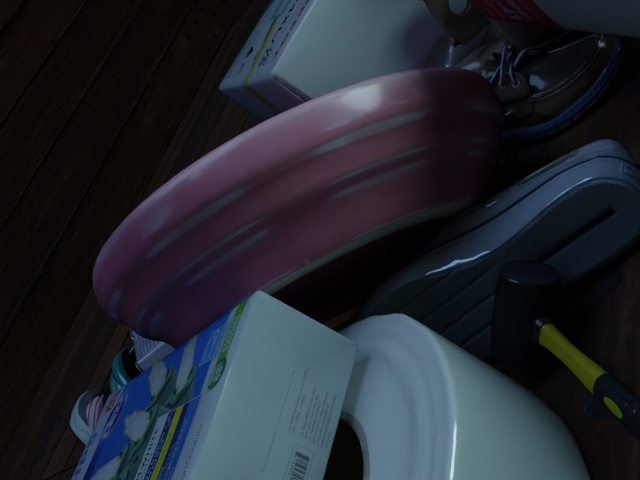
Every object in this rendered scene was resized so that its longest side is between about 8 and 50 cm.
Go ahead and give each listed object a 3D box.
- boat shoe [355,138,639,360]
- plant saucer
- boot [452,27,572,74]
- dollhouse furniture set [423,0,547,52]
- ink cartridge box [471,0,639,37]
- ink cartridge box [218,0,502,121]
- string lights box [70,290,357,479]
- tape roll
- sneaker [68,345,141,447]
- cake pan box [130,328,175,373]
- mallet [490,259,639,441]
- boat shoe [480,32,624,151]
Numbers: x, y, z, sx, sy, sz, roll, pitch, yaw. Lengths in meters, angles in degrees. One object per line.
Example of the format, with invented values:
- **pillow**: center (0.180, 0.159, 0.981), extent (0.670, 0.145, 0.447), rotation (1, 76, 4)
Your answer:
- **boat shoe**: center (0.119, 0.016, 0.553), extent (0.226, 0.083, 0.076), rotation (-33, 17, 30)
- **plant saucer**: center (0.000, 0.000, 0.621), extent (0.332, 0.084, 0.332), rotation (-26, -13, -7)
- **boot**: center (0.161, -0.161, 0.709), extent (0.118, 0.042, 0.087), rotation (-32, 2, -3)
- **dollhouse furniture set**: center (0.120, -0.258, 0.635), extent (0.129, 0.184, 0.129), rotation (-43, 19, 1)
- **ink cartridge box**: center (0.218, -0.226, 0.430), extent (0.306, 0.131, 0.226), rotation (29, 87, 49)
- **ink cartridge box**: center (0.044, -0.193, 0.865), extent (0.198, 0.197, 0.270), rotation (-59, 19, -2)
- **string lights box**: center (-0.089, 0.145, 0.540), extent (0.259, 0.076, 0.133), rotation (-35, 30, 49)
- **tape roll**: center (0.018, 0.189, 0.477), extent (0.286, 0.100, 0.286), rotation (-48, 21, 25)
- **sneaker**: center (-0.245, 0.207, 1.082), extent (0.179, 0.123, 0.295), rotation (-63, 26, 0)
- **cake pan box**: center (-0.108, 0.049, 0.962), extent (0.245, 0.070, 0.267), rotation (-37, 18, -6)
- **mallet**: center (0.144, 0.063, 0.428), extent (0.189, 0.039, 0.063), rotation (-137, 43, -68)
- **boat shoe**: center (0.157, -0.118, 0.662), extent (0.183, 0.066, 0.066), rotation (-31, 31, 53)
